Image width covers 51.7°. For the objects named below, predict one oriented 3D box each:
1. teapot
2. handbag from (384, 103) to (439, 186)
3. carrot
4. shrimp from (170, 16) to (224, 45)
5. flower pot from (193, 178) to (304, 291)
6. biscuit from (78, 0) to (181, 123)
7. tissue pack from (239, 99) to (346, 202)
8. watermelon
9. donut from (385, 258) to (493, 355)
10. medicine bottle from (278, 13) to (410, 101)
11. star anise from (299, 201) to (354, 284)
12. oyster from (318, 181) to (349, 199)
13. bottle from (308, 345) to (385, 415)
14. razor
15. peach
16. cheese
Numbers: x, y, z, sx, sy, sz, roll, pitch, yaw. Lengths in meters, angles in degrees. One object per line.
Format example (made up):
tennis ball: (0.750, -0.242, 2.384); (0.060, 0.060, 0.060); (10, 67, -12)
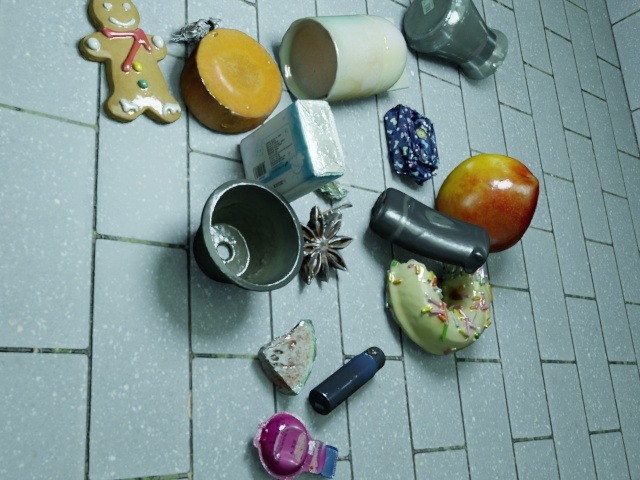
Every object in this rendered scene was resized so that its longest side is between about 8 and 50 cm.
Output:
teapot: (0.465, -0.731, 2.306); (0.344, 0.253, 0.300); (22, 30, -40)
handbag: (0.295, -0.307, 2.075); (0.162, 0.113, 0.260); (18, 56, -41)
carrot: (-0.216, -0.412, 1.699); (0.307, 0.100, 0.258); (-28, 96, -44)
shrimp: (-0.315, -0.530, 1.679); (0.165, 0.065, 0.056); (-43, 127, -40)
flower pot: (-0.187, 0.006, 1.529); (0.269, 0.166, 0.268); (13, 67, -33)
biscuit: (-0.451, -0.437, 1.548); (0.216, 0.047, 0.339); (-8, 80, -42)
tissue pack: (-0.074, -0.204, 1.623); (0.124, 0.271, 0.201); (-3, 77, -41)
watermelon: (-0.088, 0.272, 1.583); (0.139, 0.071, 0.187); (20, 71, -25)
donut: (0.363, 0.178, 1.928); (0.371, 0.150, 0.307); (-7, 79, -42)
medicine bottle: (0.106, -0.532, 1.913); (0.406, 0.236, 0.235); (-19, 87, -42)
star anise: (0.001, 0.000, 1.739); (0.230, 0.081, 0.262); (38, 65, -23)
oyster: (0.025, -0.145, 1.852); (0.100, 0.037, 0.098); (36, 33, 0)
bottle: (0.074, 0.348, 1.678); (0.244, 0.072, 0.082); (-28, 134, -43)
razor: (0.311, -0.027, 1.889); (0.349, 0.113, 0.204); (24, 31, 0)
peach: (0.524, -0.117, 2.055); (0.308, 0.332, 0.307); (24, 50, -32)
cheese: (-0.055, 0.485, 1.532); (0.244, 0.062, 0.155); (30, 58, -29)
